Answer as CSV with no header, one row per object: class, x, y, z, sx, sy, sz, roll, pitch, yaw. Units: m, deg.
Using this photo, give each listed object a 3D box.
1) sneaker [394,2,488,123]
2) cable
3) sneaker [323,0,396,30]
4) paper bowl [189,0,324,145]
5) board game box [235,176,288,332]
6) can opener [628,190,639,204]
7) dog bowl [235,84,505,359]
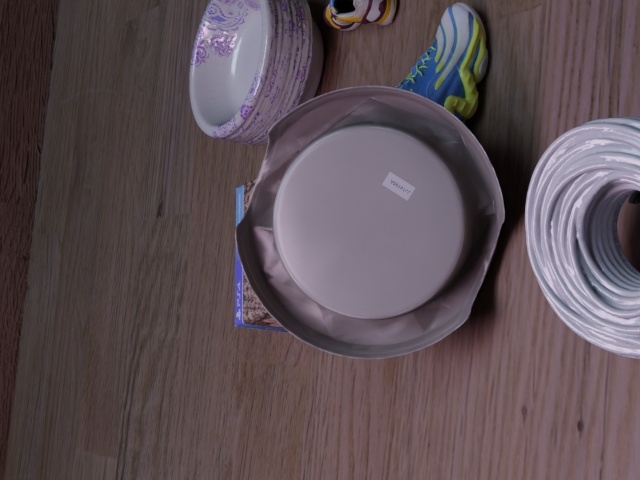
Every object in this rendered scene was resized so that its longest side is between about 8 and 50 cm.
sneaker,0.153,-0.215,1.637,0.091,0.126,0.240,-8,76,58
cable,0.331,-0.003,1.244,0.257,0.089,0.257,-6,97,51
sneaker,0.041,-0.373,1.905,0.185,0.084,0.070,7,88,59
paper bowl,-0.100,-0.302,2.057,0.284,0.148,0.284,-23,62,54
board game box,0.000,0.000,1.820,0.291,0.141,0.232,-25,61,54
can opener,0.410,-0.140,1.265,0.093,0.074,0.280,35,119,20
dog bowl,0.067,-0.026,1.566,0.102,0.348,0.349,-38,-37,-78
